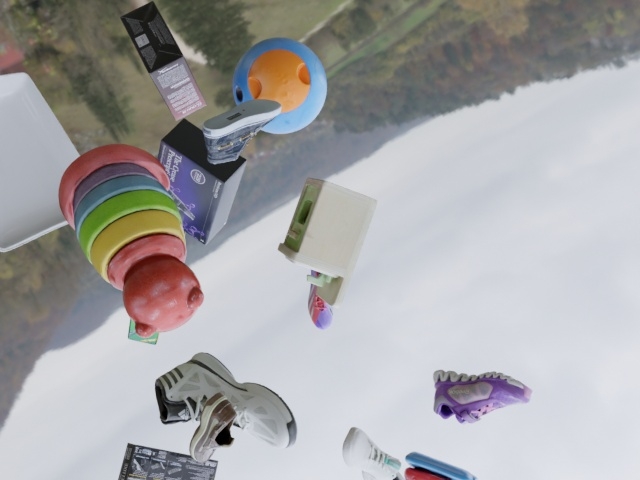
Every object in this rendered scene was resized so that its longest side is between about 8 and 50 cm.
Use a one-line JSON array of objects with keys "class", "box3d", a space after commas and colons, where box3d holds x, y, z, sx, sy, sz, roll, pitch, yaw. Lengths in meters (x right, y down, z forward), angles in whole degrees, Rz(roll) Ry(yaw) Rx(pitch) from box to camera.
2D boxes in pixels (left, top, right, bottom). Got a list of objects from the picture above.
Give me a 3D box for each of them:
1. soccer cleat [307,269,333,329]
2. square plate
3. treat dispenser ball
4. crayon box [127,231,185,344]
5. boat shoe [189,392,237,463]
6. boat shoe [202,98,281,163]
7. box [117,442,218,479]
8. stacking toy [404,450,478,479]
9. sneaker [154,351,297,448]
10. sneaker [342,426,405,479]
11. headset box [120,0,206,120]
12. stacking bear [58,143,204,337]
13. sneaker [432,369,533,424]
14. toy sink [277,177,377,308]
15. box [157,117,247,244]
[{"class": "soccer cleat", "box3d": [0.004, 0.156, 2.303, 0.082, 0.248, 0.095, 2, 165, -4]}, {"class": "square plate", "box3d": [-0.627, -0.166, 1.470, 0.049, 0.347, 0.344, -29, -174, 26]}, {"class": "treat dispenser ball", "box3d": [-0.124, -0.470, 2.222, 0.288, 0.288, 0.288, -29, -174, 3]}, {"class": "crayon box", "box3d": [-0.435, 0.114, 1.943, 0.165, 0.081, 0.279, 113, -12, -48]}, {"class": "boat shoe", "box3d": [-0.276, 0.516, 1.911, 0.095, 0.095, 0.258, -34, 152, -44]}, {"class": "boat shoe", "box3d": [-0.156, -0.219, 1.451, 0.183, 0.083, 0.065, -28, -132, -32]}, {"class": "box", "box3d": [-0.502, 0.806, 2.356, 0.076, 0.307, 0.243, -15, -121, 55]}, {"class": "stacking toy", "box3d": [0.230, 0.642, 1.620, 0.175, 0.165, 0.302, 64, 45, -63]}, {"class": "sneaker", "box3d": [-0.295, 0.494, 2.051, 0.447, 0.169, 0.257, 24, -151, 32]}, {"class": "sneaker", "box3d": [0.118, 0.451, 1.499, 0.094, 0.212, 0.080, 4, -125, 32]}, {"class": "headset box", "box3d": [-0.447, -0.506, 2.114, 0.110, 0.218, 0.293, -28, 159, -5]}, {"class": "stacking bear", "box3d": [-0.267, 0.010, 1.076, 0.175, 0.289, 0.164, -28, 150, -9]}, {"class": "sneaker", "box3d": [0.325, 0.330, 1.498, 0.236, 0.095, 0.105, -10, -131, 47]}, {"class": "toy sink", "box3d": [0.000, 0.000, 1.500, 0.153, 0.131, 0.234, -150, -100, -74]}, {"class": "box", "box3d": [-0.302, -0.136, 1.761, 0.103, 0.184, 0.261, -56, 176, -38]}]
